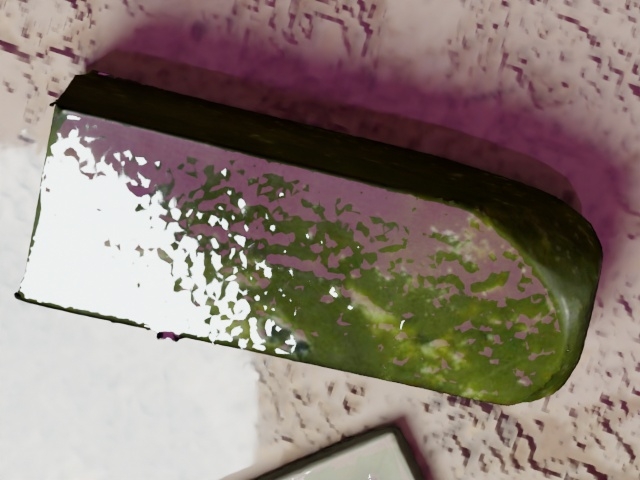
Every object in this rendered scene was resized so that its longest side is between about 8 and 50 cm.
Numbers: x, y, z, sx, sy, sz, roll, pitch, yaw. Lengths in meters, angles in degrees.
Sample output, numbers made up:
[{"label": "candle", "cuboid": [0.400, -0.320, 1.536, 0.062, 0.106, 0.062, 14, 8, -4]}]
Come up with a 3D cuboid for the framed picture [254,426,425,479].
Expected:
[{"label": "framed picture", "cuboid": [-0.008, 0.264, 0.806, 0.240, 0.020, 0.324, -22, 102, 8]}]

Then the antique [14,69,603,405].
[{"label": "antique", "cuboid": [0.000, 0.000, 0.711, 0.221, 0.081, 0.080, 12, 106, -2]}]
